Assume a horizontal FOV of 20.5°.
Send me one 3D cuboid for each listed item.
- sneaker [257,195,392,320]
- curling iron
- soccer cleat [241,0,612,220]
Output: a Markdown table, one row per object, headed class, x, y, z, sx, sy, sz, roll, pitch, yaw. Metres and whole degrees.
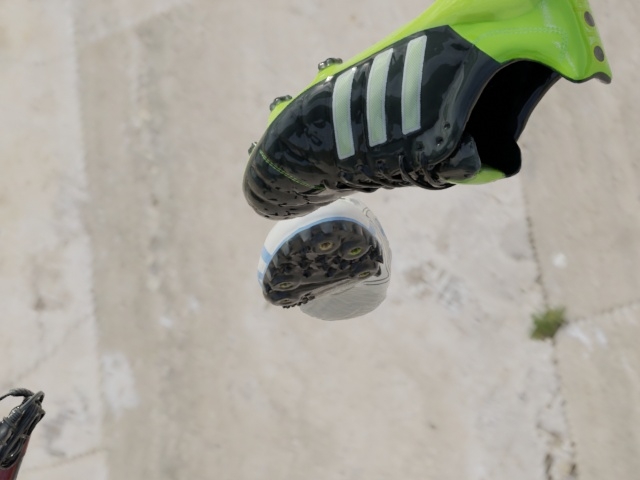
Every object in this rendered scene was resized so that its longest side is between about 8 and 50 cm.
| class | x | y | z | sx | sy | sz | roll | pitch | yaw |
| --- | --- | --- | --- | --- | --- | --- | --- | --- | --- |
| sneaker | 0.000 | 0.000 | 1.154 | 0.085 | 0.237 | 0.086 | -15 | 80 | 2 |
| curling iron | -0.295 | 0.240 | 1.514 | 0.035 | 0.068 | 0.274 | 32 | 113 | 22 |
| soccer cleat | 0.034 | -0.044 | 0.682 | 0.179 | 0.060 | 0.072 | -37 | 67 | 38 |
